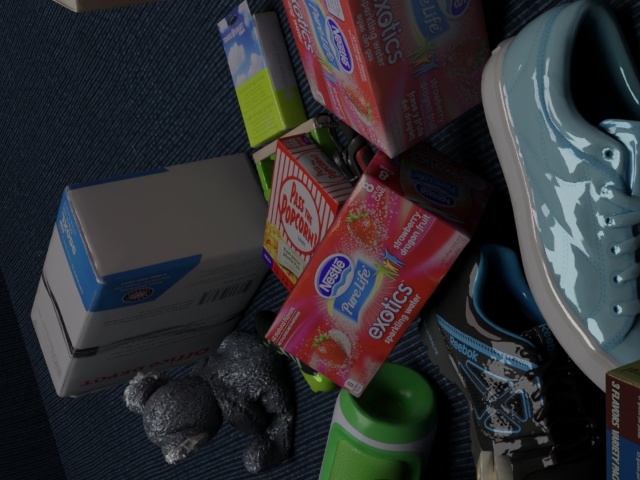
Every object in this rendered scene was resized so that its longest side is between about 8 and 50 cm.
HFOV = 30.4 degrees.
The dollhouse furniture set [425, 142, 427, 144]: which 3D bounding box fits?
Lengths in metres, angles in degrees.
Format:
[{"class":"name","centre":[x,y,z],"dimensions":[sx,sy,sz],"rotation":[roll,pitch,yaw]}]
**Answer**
[{"class":"dollhouse furniture set","centre":[0.092,-0.097,1.287],"dimensions":[0.091,0.081,0.114],"rotation":[12,114,59]}]

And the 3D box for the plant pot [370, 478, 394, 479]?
[{"class":"plant pot","centre":[0.082,0.385,1.335],"dimensions":[0.191,0.284,0.284],"rotation":[54,145,41]}]

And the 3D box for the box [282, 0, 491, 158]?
[{"class":"box","centre":[0.052,-0.251,1.124],"dimensions":[0.154,0.142,0.300],"rotation":[44,161,44]}]

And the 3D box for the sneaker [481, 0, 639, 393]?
[{"class":"sneaker","centre":[0.247,-0.033,0.986],"dimensions":[0.366,0.135,0.150],"rotation":[68,154,11]}]

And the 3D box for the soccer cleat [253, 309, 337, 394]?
[{"class":"soccer cleat","centre":[-0.028,0.141,1.652],"dimensions":[0.179,0.060,0.072],"rotation":[41,128,37]}]

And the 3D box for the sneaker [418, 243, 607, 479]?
[{"class":"sneaker","centre":[0.207,0.159,1.155],"dimensions":[0.340,0.125,0.139],"rotation":[60,149,26]}]

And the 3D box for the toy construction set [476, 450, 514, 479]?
[{"class":"toy construction set","centre":[0.251,0.272,0.975],"dimensions":[0.215,0.328,0.151],"rotation":[-60,-15,-85]}]

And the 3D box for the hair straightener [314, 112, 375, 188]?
[{"class":"hair straightener","centre":[0.053,-0.050,1.332],"dimensions":[0.230,0.047,0.089],"rotation":[54,160,-21]}]

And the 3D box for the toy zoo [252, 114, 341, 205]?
[{"class":"toy zoo","centre":[0.000,0.000,1.553],"dimensions":[0.192,0.030,0.293],"rotation":[-23,83,61]}]

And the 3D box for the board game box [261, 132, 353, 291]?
[{"class":"board game box","centre":[-0.012,-0.015,1.484],"dimensions":[0.147,0.045,0.193],"rotation":[48,141,39]}]

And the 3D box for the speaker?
[{"class":"speaker","centre":[0.063,0.293,1.478],"dimensions":[0.131,0.131,0.296],"rotation":[50,143,38]}]

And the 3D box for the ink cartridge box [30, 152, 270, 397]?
[{"class":"ink cartridge box","centre":[-0.258,0.060,1.776],"dimensions":[0.166,0.285,0.395],"rotation":[65,150,21]}]

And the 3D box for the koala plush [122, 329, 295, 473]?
[{"class":"koala plush","centre":[-0.171,0.246,1.776],"dimensions":[0.196,0.221,0.203],"rotation":[50,143,39]}]

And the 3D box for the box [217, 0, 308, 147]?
[{"class":"box","centre":[-0.079,-0.223,1.576],"dimensions":[0.109,0.042,0.178],"rotation":[-20,85,61]}]

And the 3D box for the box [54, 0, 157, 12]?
[{"class":"box","centre":[-0.170,-0.368,1.388],"dimensions":[0.121,0.311,0.148],"rotation":[34,133,50]}]

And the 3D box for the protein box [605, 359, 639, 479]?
[{"class":"protein box","centre":[0.343,0.156,0.828],"dimensions":[0.200,0.201,0.136],"rotation":[23,122,56]}]

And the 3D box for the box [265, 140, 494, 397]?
[{"class":"box","centre":[0.060,0.025,1.257],"dimensions":[0.128,0.122,0.257],"rotation":[33,126,1]}]
